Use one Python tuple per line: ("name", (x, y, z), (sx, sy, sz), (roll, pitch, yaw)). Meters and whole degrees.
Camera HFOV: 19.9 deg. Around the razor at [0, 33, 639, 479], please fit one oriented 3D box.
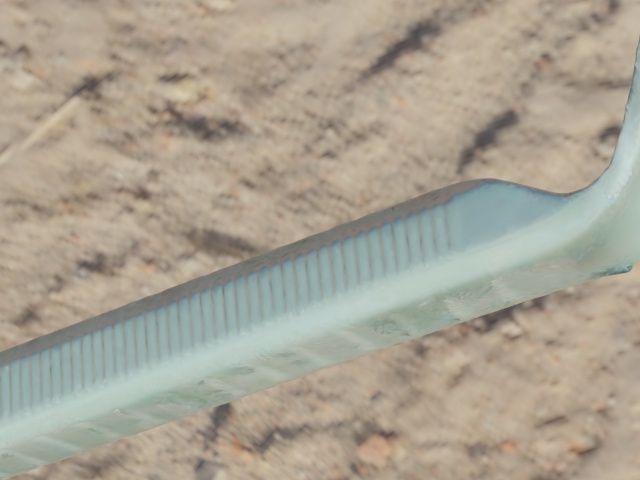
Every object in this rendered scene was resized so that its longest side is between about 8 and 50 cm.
("razor", (0.001, 0.010, 0.444), (0.278, 0.111, 0.056), (-28, 58, 24))
